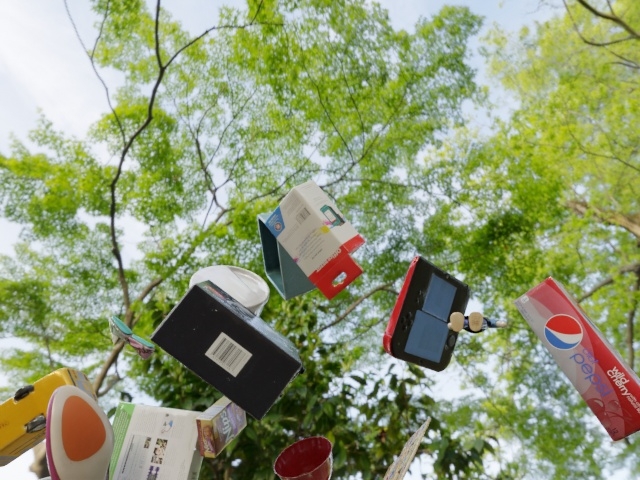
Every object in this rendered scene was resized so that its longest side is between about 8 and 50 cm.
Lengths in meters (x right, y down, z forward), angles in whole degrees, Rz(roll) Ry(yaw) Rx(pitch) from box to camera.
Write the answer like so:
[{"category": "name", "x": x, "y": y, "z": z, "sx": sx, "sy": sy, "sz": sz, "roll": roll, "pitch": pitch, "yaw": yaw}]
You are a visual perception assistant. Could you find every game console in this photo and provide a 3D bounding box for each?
[{"category": "game console", "x": 0.383, "y": 0.267, "z": 1.617, "sx": 0.386, "sy": 0.060, "sz": 0.342, "roll": 28, "pitch": -97, "yaw": -42}]

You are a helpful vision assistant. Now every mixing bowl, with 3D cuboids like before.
[{"category": "mixing bowl", "x": -0.037, "y": 0.675, "z": 1.370, "sx": 0.181, "sy": 0.181, "sz": 0.098, "roll": -17, "pitch": -82, "yaw": 10}]

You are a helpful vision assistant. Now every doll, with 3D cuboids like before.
[{"category": "doll", "x": 0.348, "y": 0.185, "z": 1.042, "sx": 0.129, "sy": 0.046, "sz": 0.189, "roll": -6, "pitch": -13, "yaw": 25}]

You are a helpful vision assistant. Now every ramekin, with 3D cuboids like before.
[{"category": "ramekin", "x": -0.321, "y": 0.207, "z": 1.618, "sx": 0.273, "sy": 0.273, "sz": 0.127, "roll": 9, "pitch": -65, "yaw": -13}]

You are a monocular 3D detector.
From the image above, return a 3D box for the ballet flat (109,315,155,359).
[{"category": "ballet flat", "x": -0.731, "y": 0.377, "z": 1.764, "sx": 0.221, "sy": 0.077, "sz": 0.079, "roll": 33, "pitch": -94, "yaw": 9}]

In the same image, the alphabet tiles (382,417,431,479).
[{"category": "alphabet tiles", "x": 0.179, "y": 0.544, "z": 1.099, "sx": 0.009, "sy": 0.198, "sz": 0.237, "roll": 32, "pitch": -44, "yaw": 13}]

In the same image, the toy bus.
[{"category": "toy bus", "x": -0.744, "y": 0.455, "z": 1.150, "sx": 0.333, "sy": 0.108, "sz": 0.130, "roll": -34, "pitch": -22, "yaw": -10}]

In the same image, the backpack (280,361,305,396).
[{"category": "backpack", "x": -0.161, "y": 0.463, "z": 1.616, "sx": 0.117, "sy": 0.158, "sz": 0.173, "roll": 53, "pitch": -38, "yaw": -2}]

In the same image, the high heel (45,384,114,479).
[{"category": "high heel", "x": -0.484, "y": 0.483, "z": 0.913, "sx": 0.181, "sy": 0.377, "sz": 0.127, "roll": -30, "pitch": -17, "yaw": 32}]

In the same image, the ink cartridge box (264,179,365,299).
[{"category": "ink cartridge box", "x": 0.000, "y": 0.000, "z": 1.023, "sx": 0.231, "sy": 0.078, "sz": 0.134, "roll": 51, "pitch": -51, "yaw": 7}]

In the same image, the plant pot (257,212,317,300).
[{"category": "plant pot", "x": -0.057, "y": 0.026, "z": 1.632, "sx": 0.252, "sy": 0.248, "sz": 0.247, "roll": -14, "pitch": -69, "yaw": -19}]

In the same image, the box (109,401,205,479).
[{"category": "box", "x": -0.480, "y": 0.597, "z": 1.333, "sx": 0.322, "sy": 0.232, "sz": 0.058, "roll": -1, "pitch": -28, "yaw": 22}]

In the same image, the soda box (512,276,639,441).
[{"category": "soda box", "x": 0.450, "y": 0.193, "z": 0.792, "sx": 0.083, "sy": 0.263, "sz": 0.092, "roll": -42, "pitch": -35, "yaw": 22}]

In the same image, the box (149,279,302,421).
[{"category": "box", "x": -0.246, "y": 0.279, "z": 1.283, "sx": 0.343, "sy": 0.312, "sz": 0.179, "roll": 38, "pitch": -98, "yaw": -4}]

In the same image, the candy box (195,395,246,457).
[{"category": "candy box", "x": -0.279, "y": 0.520, "z": 1.332, "sx": 0.053, "sy": 0.187, "sz": 0.109, "roll": -4, "pitch": -85, "yaw": 20}]

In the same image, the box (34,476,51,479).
[{"category": "box", "x": -0.627, "y": 0.634, "z": 1.100, "sx": 0.186, "sy": 0.145, "sz": 0.038, "roll": 1, "pitch": -22, "yaw": -37}]
